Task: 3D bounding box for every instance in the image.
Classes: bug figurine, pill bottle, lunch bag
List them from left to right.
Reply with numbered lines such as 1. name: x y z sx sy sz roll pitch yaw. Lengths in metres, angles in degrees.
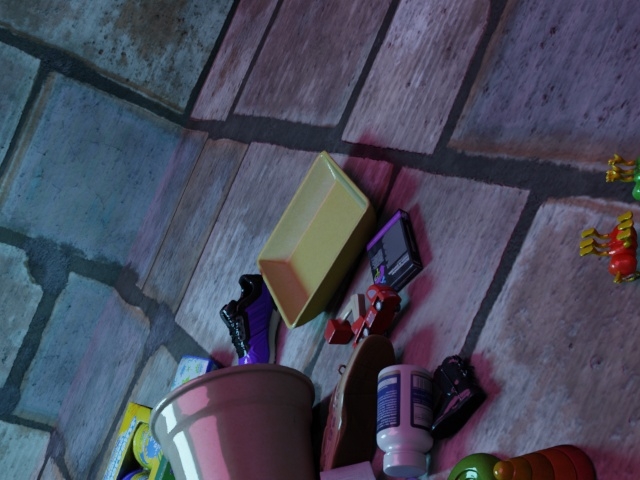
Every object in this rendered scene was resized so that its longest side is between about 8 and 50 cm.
1. lunch bag: -0.323 0.369 2.097 0.151 0.096 0.129 -22 49 66
2. pill bottle: 0.140 0.301 1.341 0.094 0.094 0.170 -35 40 44
3. bug figurine: 0.476 -0.059 1.061 0.279 0.072 0.216 -31 37 54

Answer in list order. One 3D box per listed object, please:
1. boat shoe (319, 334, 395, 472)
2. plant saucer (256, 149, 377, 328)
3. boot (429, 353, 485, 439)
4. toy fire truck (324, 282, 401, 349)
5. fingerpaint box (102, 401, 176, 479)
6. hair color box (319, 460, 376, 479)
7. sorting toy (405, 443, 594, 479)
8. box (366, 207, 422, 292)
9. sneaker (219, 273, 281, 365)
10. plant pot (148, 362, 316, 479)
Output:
1. boat shoe: 0.056 0.306 1.474 0.089 0.104 0.285 5 75 64
2. plant saucer: 0.000 0.000 1.837 0.333 0.081 0.333 -59 28 15
3. boot: 0.208 0.251 1.315 0.121 0.045 0.099 -50 33 15
4. toy fire truck: 0.081 0.151 1.582 0.135 0.047 0.192 54 129 50
5. fingerpaint box: -0.417 0.646 1.972 0.371 0.163 0.445 -5 64 59
6. hair color box: 0.054 0.433 1.334 0.167 0.093 0.054 -115 13 -79
7. sorting toy: 0.205 0.353 1.156 0.365 0.126 0.127 -27 46 49
8. box: 0.145 0.030 1.616 0.116 0.029 0.162 -48 31 33
9. sneaker: -0.179 0.212 1.913 0.102 0.146 0.294 -25 47 51
10. plant pot: -0.135 0.449 1.512 0.334 0.333 0.306 -47 43 31
